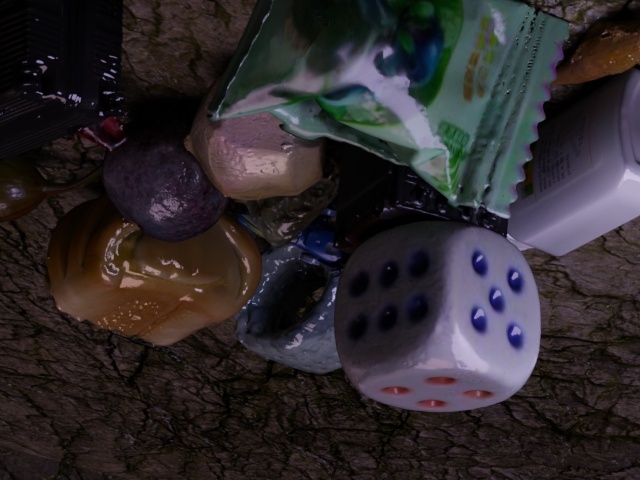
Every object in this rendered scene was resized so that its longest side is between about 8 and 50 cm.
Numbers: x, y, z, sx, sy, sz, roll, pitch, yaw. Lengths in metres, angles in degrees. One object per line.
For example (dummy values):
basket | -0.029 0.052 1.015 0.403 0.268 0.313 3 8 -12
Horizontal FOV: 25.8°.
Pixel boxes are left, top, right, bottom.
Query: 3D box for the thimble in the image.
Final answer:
thimble | -0.017 0.109 2.310 0.250 0.205 0.172 -36 142 20

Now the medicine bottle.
medicine bottle | 0.331 -0.084 1.819 0.124 0.179 0.324 21 152 -23

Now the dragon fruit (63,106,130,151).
dragon fruit | -0.334 -0.192 1.874 0.192 0.122 0.092 38 109 -15

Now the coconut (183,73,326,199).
coconut | -0.086 -0.140 1.846 0.194 0.194 0.194 7 155 3

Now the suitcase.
suitcase | -0.384 -0.231 1.676 0.335 0.230 0.152 -14 160 41

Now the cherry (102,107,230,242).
cherry | -0.209 -0.092 1.980 0.195 0.195 0.195 7 155 3

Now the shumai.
shumai | -0.047 -0.095 2.024 0.142 0.184 0.184 41 149 -4

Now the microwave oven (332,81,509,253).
microwave oven | 0.132 -0.102 1.780 0.178 0.247 0.188 15 156 -21

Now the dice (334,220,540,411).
dice | 0.142 0.095 1.690 0.192 0.194 0.193 21 153 -40

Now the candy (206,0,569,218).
candy | 0.090 -0.196 1.588 0.398 0.263 0.172 19 -175 -17

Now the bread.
bread | -0.261 0.020 2.220 0.315 0.211 0.270 18 147 -36

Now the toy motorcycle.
toy motorcycle | 0.000 0.000 2.136 0.254 0.092 0.135 21 -171 6

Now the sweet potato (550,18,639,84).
sweet potato | 0.338 -0.226 1.671 0.068 0.060 0.206 54 144 -5

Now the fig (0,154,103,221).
fig | -0.441 -0.089 2.160 0.236 0.124 0.124 -3 155 -4
